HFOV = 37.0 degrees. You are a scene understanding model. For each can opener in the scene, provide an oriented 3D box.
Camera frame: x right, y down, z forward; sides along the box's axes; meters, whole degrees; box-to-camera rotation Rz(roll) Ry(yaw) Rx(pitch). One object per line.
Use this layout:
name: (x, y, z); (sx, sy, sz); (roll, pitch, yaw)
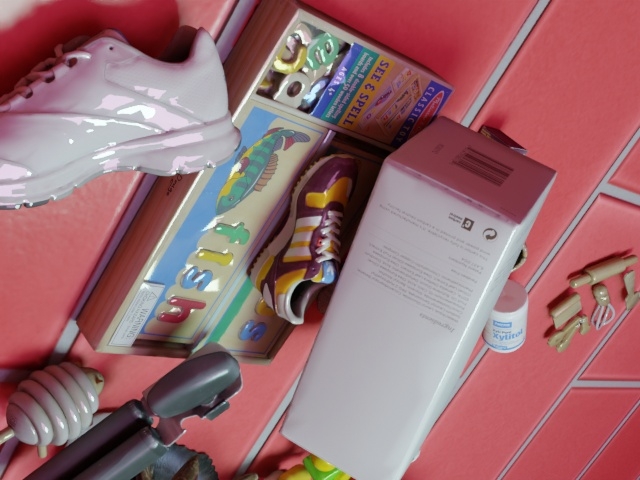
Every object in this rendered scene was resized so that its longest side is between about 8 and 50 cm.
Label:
can opener: (-0.205, 0.202, 1.025); (0.280, 0.074, 0.093); (-38, 146, 1)

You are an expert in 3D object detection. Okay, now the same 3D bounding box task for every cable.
cable: (-0.094, 0.370, 1.309); (0.139, 0.072, 0.287); (-36, 165, 9)

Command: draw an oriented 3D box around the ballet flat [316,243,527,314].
ballet flat: (0.146, 0.043, 1.249); (0.316, 0.106, 0.107); (-23, 138, -25)

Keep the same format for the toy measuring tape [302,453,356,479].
toy measuring tape: (0.081, 0.326, 1.468); (0.121, 0.121, 0.330); (-50, 151, 8)

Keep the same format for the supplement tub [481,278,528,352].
supplement tub: (0.285, 0.118, 1.484); (0.071, 0.071, 0.107); (-31, 142, -17)

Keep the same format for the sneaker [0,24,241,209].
sneaker: (-0.209, -0.107, 0.795); (0.297, 0.111, 0.129); (-18, 116, -32)

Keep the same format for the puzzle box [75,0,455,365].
puzzle box: (-0.053, -0.040, 1.027); (0.272, 0.052, 0.409); (12, 116, -49)

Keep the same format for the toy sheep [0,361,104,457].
toy sheep: (-0.280, 0.175, 0.994); (0.132, 0.091, 0.091); (-38, 147, -39)

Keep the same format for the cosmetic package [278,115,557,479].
cosmetic package: (0.106, 0.073, 1.059); (0.197, 0.155, 0.365); (-40, 155, -60)

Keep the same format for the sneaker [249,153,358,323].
sneaker: (0.000, 0.000, 1.000); (0.069, 0.084, 0.185); (4, 123, -46)

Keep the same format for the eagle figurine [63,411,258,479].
eagle figurine: (-0.220, 0.352, 1.179); (0.226, 0.225, 0.298); (16, 158, -7)

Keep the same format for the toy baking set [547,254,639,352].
toy baking set: (0.490, 0.105, 1.703); (0.256, 0.030, 0.196); (-21, 141, -28)

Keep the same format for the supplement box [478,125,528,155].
supplement box: (0.215, -0.096, 1.223); (0.043, 0.055, 0.083); (4, 123, -47)
